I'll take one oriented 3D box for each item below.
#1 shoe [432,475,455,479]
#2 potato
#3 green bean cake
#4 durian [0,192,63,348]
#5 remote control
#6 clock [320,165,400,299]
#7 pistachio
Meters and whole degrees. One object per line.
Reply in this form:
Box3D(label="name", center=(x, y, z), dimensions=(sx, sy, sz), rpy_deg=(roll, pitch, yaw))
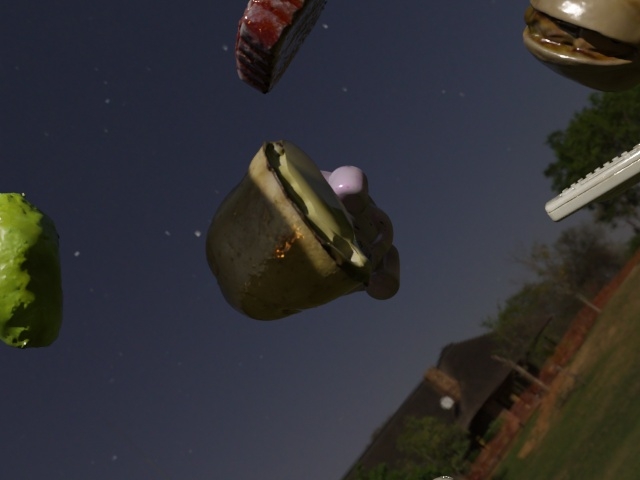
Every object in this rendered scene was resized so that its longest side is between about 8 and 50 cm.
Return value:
Box3D(label="shoe", center=(0.231, 0.411, 1.041), dimensions=(0.077, 0.195, 0.074), rpy_deg=(-15, -59, -59))
Box3D(label="potato", center=(-0.070, 0.003, 1.140), dimensions=(0.243, 0.285, 0.242), rpy_deg=(-30, -16, -10))
Box3D(label="green bean cake", center=(-0.043, -0.245, 0.804), dimensions=(0.135, 0.056, 0.135), rpy_deg=(-57, 0, -18))
Box3D(label="durian", center=(-0.622, 0.066, 1.495), dimensions=(0.205, 0.339, 0.255), rpy_deg=(-22, -50, -17))
Box3D(label="remote control", center=(0.453, -0.098, 1.106), dimensions=(0.230, 0.049, 0.090), rpy_deg=(-34, -1, 26))
Box3D(label="clock", center=(0.000, 0.000, 1.466), dimensions=(0.322, 0.296, 0.113), rpy_deg=(71, -163, -45))
Box3D(label="pistachio", center=(0.280, -0.213, 0.738), dimensions=(0.113, 0.149, 0.113), rpy_deg=(-46, -25, -29))
